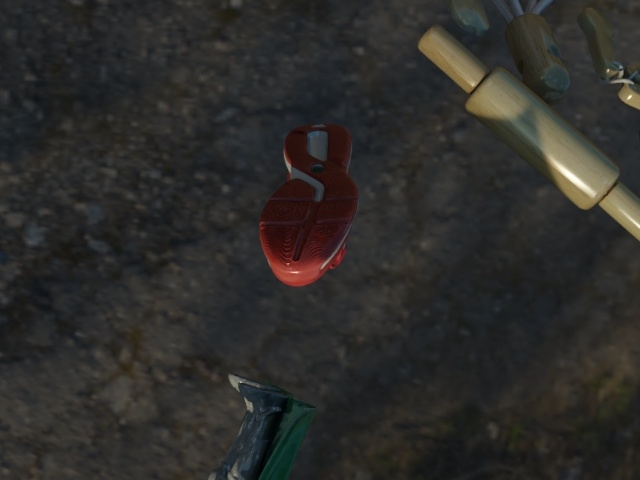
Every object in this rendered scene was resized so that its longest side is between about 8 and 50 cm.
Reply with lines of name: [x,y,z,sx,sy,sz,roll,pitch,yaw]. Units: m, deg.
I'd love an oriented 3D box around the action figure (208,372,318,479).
action figure: [-0.072,0.206,1.038,0.063,0.137,0.232,18,88,-8]

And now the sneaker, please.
sneaker: [0.000,0.000,1.434,0.221,0.087,0.128,-74,162,-53]

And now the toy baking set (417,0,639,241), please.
toy baking set: [0.128,-0.097,0.877,0.256,0.030,0.197,38,33,-2]
